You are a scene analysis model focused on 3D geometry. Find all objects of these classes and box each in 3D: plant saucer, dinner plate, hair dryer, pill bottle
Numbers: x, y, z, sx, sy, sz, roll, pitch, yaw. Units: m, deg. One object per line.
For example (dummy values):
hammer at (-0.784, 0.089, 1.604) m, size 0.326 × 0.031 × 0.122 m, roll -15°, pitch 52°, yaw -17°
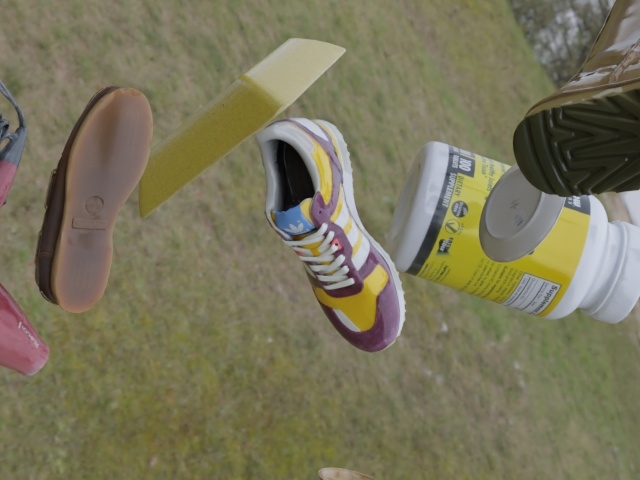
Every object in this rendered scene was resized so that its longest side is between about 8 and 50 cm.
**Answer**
plant saucer at (0.036, 0.284, 1.157) m, size 0.083 × 0.083 × 0.015 m, roll -9°, pitch 113°, yaw -79°
dinner plate at (0.231, -0.041, 1.180) m, size 0.017 × 0.141 × 0.141 m, roll 25°, pitch 37°, yaw -28°
plant saucer at (-0.142, -0.207, 1.644) m, size 0.081 × 0.332 × 0.333 m, roll 52°, pitch 29°, yaw -10°
hair dryer at (-0.313, -0.011, 0.913) m, size 0.223 × 0.080 × 0.294 m, roll -25°, pitch 104°, yaw -52°
pill bottle at (0.274, -0.002, 1.399) m, size 0.188 × 0.333 × 0.188 m, roll -162°, pitch -90°, yaw -86°

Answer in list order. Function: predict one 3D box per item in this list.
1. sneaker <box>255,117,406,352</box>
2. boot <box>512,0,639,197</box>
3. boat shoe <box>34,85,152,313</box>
sneaker at (0.000, 0.000, 0.739) m, size 0.084 × 0.069 × 0.186 m, roll -15°, pitch 81°, yaw -61°
boot at (0.272, -0.133, 0.662) m, size 0.269 × 0.236 × 0.089 m, roll -46°, pitch 127°, yaw -41°
boat shoe at (-0.211, -0.042, 0.897) m, size 0.073 × 0.207 × 0.073 m, roll 15°, pitch 8°, yaw -39°
